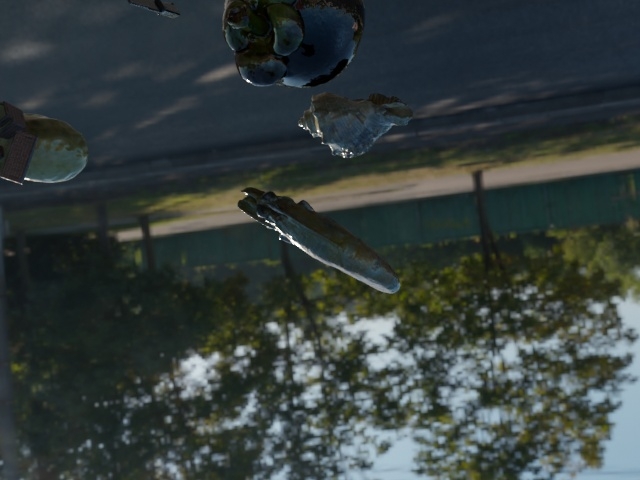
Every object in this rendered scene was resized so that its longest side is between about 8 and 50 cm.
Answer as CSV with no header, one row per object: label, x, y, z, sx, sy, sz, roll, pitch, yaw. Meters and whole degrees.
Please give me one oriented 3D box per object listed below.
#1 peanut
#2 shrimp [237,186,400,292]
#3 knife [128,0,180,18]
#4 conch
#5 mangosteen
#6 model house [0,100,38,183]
peanut,-0.518,-0.162,1.471,0.275,0.111,0.125,8,-151,-24
shrimp,0.000,0.000,1.547,0.317,0.077,0.168,33,172,-2
knife,-0.299,-0.424,1.560,0.019,0.072,0.245,-27,-178,11
conch,0.077,-0.264,1.940,0.245,0.178,0.163,-6,140,11
mangosteen,-0.058,-0.429,1.810,0.297,0.313,0.297,14,153,7
model house,-0.359,-0.113,1.049,0.058,0.083,0.057,16,174,34
